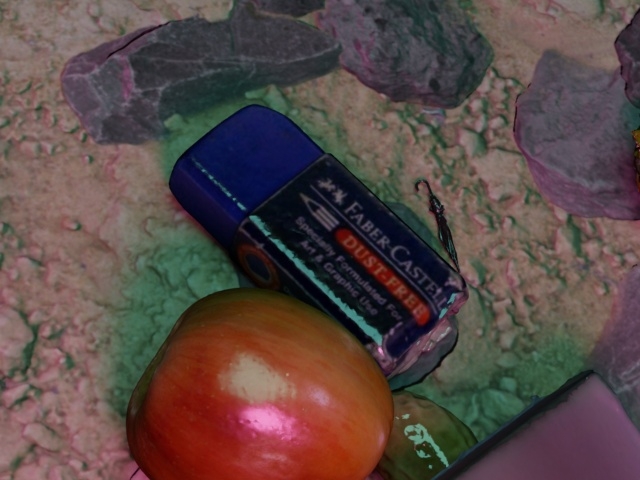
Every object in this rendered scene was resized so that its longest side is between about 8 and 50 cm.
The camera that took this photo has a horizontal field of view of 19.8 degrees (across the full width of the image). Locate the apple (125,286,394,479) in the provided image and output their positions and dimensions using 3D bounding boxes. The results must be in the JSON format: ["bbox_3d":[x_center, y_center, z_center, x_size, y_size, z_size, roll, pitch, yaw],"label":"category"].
[{"bbox_3d":[-0.059,0.175,1.821,0.241,0.242,0.242,29,60,-7],"label":"apple"}]

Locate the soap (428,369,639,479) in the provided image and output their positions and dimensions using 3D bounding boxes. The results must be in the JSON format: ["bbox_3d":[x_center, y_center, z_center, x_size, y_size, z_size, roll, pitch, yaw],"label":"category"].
[{"bbox_3d":[0.243,0.309,1.805,0.296,0.107,0.285,-27,87,-44],"label":"soap"}]

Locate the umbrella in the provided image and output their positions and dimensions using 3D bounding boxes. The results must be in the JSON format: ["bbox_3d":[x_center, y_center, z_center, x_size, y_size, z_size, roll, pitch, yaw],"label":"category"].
[{"bbox_3d":[0.139,-0.018,2.087,0.022,0.013,0.122,-21,70,-8],"label":"umbrella"}]

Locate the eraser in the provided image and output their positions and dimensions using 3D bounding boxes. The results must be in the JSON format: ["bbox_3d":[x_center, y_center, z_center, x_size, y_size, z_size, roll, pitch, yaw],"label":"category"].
[{"bbox_3d":[0.000,0.000,1.998,0.332,0.101,0.155,44,62,11],"label":"eraser"}]

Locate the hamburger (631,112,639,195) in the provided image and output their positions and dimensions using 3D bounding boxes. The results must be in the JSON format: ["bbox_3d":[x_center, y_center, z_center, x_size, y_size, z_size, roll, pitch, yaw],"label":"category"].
[{"bbox_3d":[0.439,-0.072,2.134,0.164,0.093,0.190,-6,63,-13],"label":"hamburger"}]

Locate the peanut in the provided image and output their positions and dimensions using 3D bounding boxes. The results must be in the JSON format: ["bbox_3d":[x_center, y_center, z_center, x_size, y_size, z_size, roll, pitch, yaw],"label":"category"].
[{"bbox_3d":[0.136,0.244,1.904,0.226,0.095,0.108,45,36,9],"label":"peanut"}]
